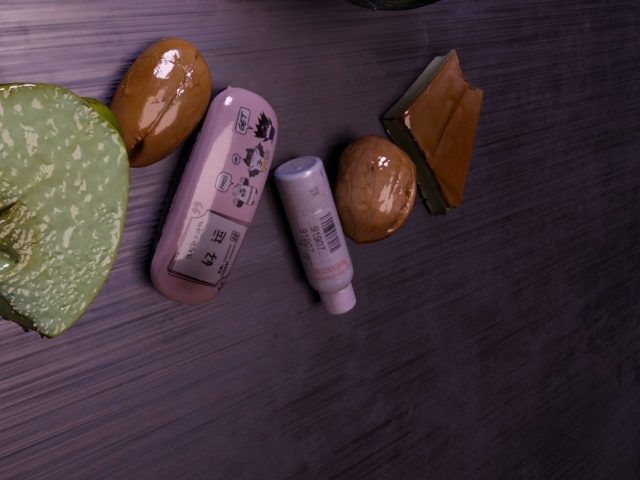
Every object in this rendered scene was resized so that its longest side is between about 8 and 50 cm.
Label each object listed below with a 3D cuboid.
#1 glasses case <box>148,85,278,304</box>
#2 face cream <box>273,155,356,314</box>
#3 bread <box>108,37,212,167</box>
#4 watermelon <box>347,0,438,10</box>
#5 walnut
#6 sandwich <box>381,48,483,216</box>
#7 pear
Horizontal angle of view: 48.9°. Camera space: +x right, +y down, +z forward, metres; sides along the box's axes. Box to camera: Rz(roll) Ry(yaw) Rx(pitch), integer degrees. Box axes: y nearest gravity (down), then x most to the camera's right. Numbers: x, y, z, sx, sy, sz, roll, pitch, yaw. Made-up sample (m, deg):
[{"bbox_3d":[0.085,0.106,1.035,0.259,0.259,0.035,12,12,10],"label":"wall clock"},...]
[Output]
[{"bbox_3d":[-0.148,-0.062,0.993,0.122,0.075,0.314,22,87,-40],"label":"glasses case"},{"bbox_3d":[0.000,0.000,1.132,0.082,0.082,0.269,-34,120,-29],"label":"face cream"},{"bbox_3d":[-0.207,-0.177,0.917,0.114,0.077,0.189,42,71,-43],"label":"bread"},{"bbox_3d":[0.108,-0.483,0.934,0.363,0.363,0.363,-12,109,-38],"label":"watermelon"},{"bbox_3d":[0.088,-0.079,1.154,0.144,0.144,0.180,19,80,-42],"label":"walnut"},{"bbox_3d":[0.238,-0.198,1.296,0.212,0.063,0.245,-50,129,-21],"label":"sandwich"},{"bbox_3d":[-0.339,-0.066,0.779,0.292,0.159,0.292,-15,113,-40],"label":"pear"}]
